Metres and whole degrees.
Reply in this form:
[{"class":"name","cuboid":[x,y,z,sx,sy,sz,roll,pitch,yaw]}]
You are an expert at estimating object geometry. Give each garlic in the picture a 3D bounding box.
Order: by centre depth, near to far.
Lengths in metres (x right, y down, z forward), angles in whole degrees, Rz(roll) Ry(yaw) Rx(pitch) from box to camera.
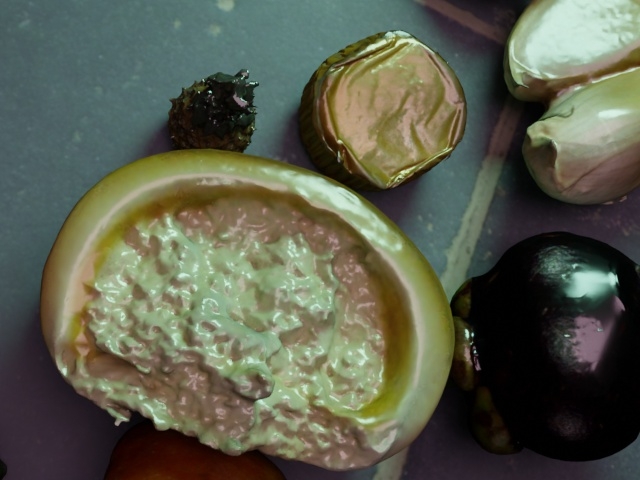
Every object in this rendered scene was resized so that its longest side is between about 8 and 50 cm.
[{"class":"garlic","cuboid":[0.371,-0.197,1.373,0.313,0.249,0.286,-30,105,0]}]

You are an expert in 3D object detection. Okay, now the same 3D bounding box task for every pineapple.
[{"class":"pineapple","cuboid":[-0.116,-0.147,1.221,0.108,0.198,0.108,2,81,-13]}]

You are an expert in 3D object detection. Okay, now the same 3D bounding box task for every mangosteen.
[{"class":"mangosteen","cuboid":[0.265,0.127,1.270,0.233,0.288,0.287,1,77,-45]}]

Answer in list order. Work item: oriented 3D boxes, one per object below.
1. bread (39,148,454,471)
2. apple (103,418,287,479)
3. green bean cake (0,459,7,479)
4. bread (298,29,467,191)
[{"class":"bread","cuboid":[-0.080,0.095,1.141,0.424,0.245,0.328,18,58,-5]},{"class":"apple","cuboid":[-0.129,0.293,1.112,0.230,0.230,0.229,3,78,-16]},{"class":"green bean cake","cuboid":[-0.369,0.292,1.050,0.125,0.222,0.227,-1,81,-7]},{"class":"bread","cuboid":[0.072,-0.155,1.329,0.199,0.104,0.199,2,83,-16]}]
